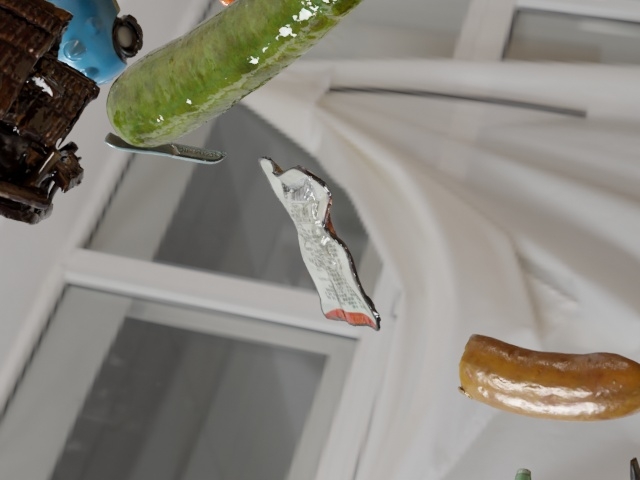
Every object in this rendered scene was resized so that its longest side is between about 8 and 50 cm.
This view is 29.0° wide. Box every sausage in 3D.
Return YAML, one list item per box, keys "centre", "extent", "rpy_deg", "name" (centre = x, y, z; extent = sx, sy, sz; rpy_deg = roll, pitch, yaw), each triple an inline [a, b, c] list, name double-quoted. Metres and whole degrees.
- centre: [0.324, 0.193, 1.698]
  extent: [0.109, 0.270, 0.109]
  rpy_deg: [4, -90, -71]
  name: "sausage"

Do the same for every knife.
- centre: [-0.238, -0.142, 1.936]
  extent: [0.015, 0.210, 0.028]
  rpy_deg: [-50, 43, 43]
  name: "knife"

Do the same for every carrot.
- centre: [-0.044, -0.159, 0.927]
  extent: [0.074, 0.358, 0.074]
  rpy_deg: [20, -122, -36]
  name: "carrot"

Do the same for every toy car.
- centre: [-0.441, -0.375, 2.136]
  extent: [0.190, 0.188, 0.255]
  rpy_deg: [-42, -59, -46]
  name: "toy car"

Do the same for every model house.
- centre: [-0.422, -0.191, 1.646]
  extent: [0.283, 0.317, 0.297]
  rpy_deg: [-58, 22, 5]
  name: "model house"

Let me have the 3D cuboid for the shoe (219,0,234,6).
- centre: [-0.092, -0.404, 1.824]
  extent: [0.336, 0.132, 0.171]
  rpy_deg: [-5, -93, -58]
  name: "shoe"

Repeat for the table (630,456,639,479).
- centre: [0.550, 0.429, 1.622]
  extent: [0.317, 0.317, 0.249]
  rpy_deg: [-42, -43, -68]
  name: "table"

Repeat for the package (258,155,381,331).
- centre: [0.000, 0.000, 1.501]
  extent: [0.232, 0.040, 0.166]
  rpy_deg: [64, 161, -14]
  name: "package"

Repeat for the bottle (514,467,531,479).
- centre: [0.343, 0.432, 2.115]
  extent: [0.030, 0.030, 0.083]
  rpy_deg: [80, -159, -54]
  name: "bottle"
